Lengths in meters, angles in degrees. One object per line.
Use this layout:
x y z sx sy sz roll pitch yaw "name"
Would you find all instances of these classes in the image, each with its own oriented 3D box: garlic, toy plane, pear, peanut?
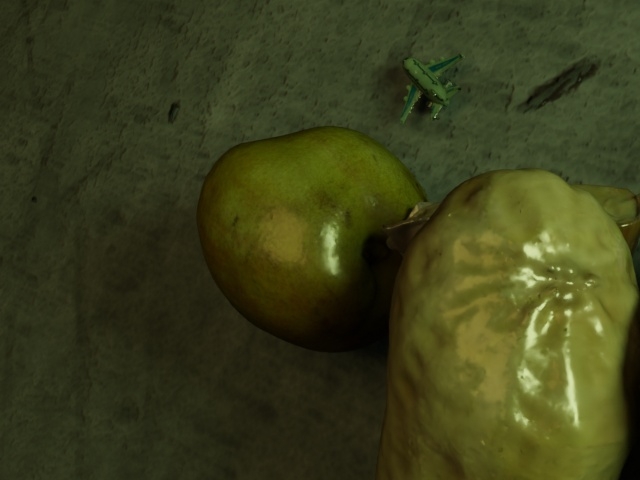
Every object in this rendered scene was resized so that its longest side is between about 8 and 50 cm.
0.151 0.010 1.047 0.195 0.101 0.087 0 37 18 "garlic"
0.096 -0.139 1.223 0.080 0.033 0.083 -48 40 14 "toy plane"
0.000 0.000 1.132 0.200 0.200 0.200 -18 59 34 "pear"
0.129 0.144 0.933 0.192 0.169 0.387 18 106 60 "peanut"
